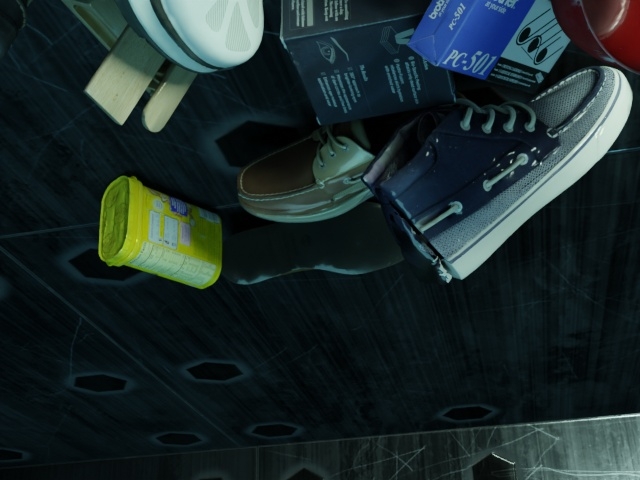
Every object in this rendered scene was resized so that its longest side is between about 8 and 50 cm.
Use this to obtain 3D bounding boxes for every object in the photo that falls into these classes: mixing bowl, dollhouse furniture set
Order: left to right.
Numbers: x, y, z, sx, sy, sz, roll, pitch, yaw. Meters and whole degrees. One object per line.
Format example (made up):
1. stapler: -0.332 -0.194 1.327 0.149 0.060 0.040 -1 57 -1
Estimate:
1. dollhouse furniture set: -0.210 -0.176 0.904 0.151 0.123 0.144 21 165 31
2. mixing bowl: 0.288 -0.244 0.854 0.181 0.181 0.098 12 -178 -24

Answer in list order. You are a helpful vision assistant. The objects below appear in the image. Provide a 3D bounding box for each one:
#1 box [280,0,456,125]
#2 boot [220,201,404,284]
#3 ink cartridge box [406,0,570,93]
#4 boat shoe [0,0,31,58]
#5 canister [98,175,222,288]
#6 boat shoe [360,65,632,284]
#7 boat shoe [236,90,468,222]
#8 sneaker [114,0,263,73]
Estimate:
1. box: 0.054 -0.212 0.949 0.158 0.093 0.156 -7 152 12
2. boot: 0.000 0.000 1.383 0.305 0.112 0.115 -8 -178 3
3. ink cartridge box: 0.180 -0.210 0.896 0.207 0.046 0.097 1 127 -51
4. boat shoe: -0.449 -0.242 0.823 0.355 0.130 0.132 4 152 -11
5. canister: -0.226 -0.007 1.293 0.073 0.126 0.170 -26 146 38
6. boat shoe: 0.200 -0.116 1.011 0.158 0.340 0.127 50 169 -27
7. boat shoe: 0.042 -0.117 1.118 0.324 0.123 0.116 -17 145 7
8. sneaker: -0.037 -0.283 0.686 0.257 0.169 0.447 6 151 11
